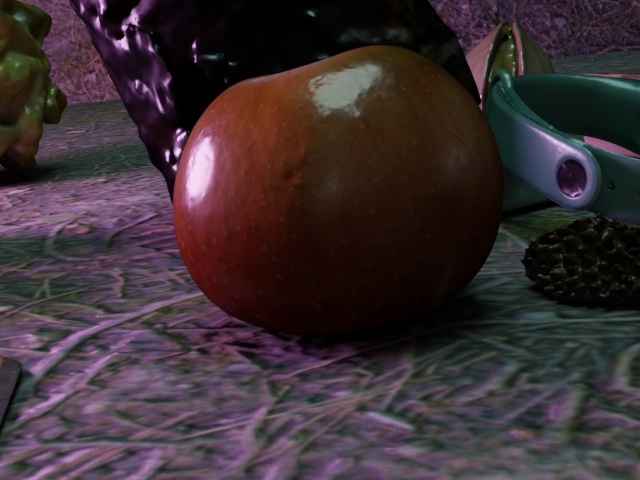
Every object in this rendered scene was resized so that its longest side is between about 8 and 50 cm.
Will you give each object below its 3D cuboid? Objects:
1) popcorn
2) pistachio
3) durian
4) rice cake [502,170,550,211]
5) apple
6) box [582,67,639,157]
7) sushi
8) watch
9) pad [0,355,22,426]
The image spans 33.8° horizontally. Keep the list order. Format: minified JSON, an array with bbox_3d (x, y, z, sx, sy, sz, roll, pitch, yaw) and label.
[{"bbox_3d":[-0.486,-0.207,1.415,0.312,0.312,0.312,-5,12,1],"label":"popcorn"},{"bbox_3d":[0.228,-0.188,1.302,0.126,0.152,0.223,1,31,12],"label":"pistachio"},{"bbox_3d":[0.181,0.022,0.630,0.130,0.052,0.066,4,-24,25],"label":"durian"},{"bbox_3d":[0.105,-0.040,0.885,0.290,0.051,0.081,-12,23,-34],"label":"rice cake"},{"bbox_3d":[0.010,-0.034,0.630,0.201,0.162,0.201,-5,14,1],"label":"apple"},{"bbox_3d":[0.403,-0.139,1.109,0.168,0.095,0.212,-8,12,-18],"label":"box"},{"bbox_3d":[-0.049,-0.178,0.945,0.299,0.294,0.281,-30,5,-16],"label":"sushi"},{"bbox_3d":[0.237,-0.079,0.856,0.195,0.068,0.237,-14,33,-33],"label":"watch"},{"bbox_3d":[-0.343,0.078,0.503,0.375,0.063,0.315,-7,12,-9],"label":"pad"}]
